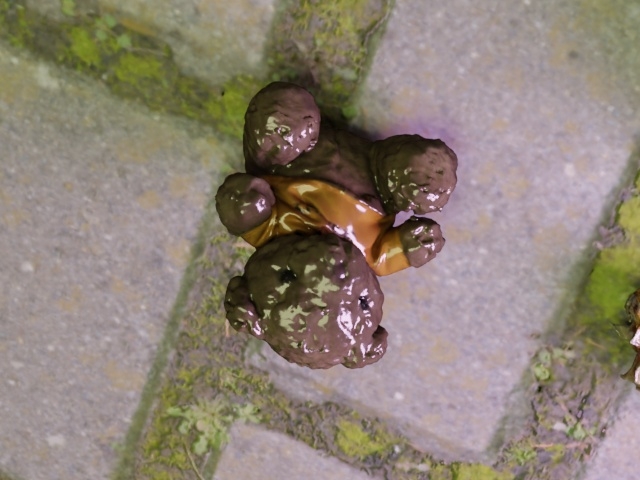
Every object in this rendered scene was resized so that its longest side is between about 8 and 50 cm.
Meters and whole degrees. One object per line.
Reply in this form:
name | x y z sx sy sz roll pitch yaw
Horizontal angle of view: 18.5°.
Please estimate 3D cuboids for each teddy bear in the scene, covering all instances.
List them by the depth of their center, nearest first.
teddy bear | 0.000 0.000 1.446 0.177 0.190 0.140 17 156 -14

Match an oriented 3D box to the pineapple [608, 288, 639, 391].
pineapple | 0.283 0.092 1.475 0.116 0.069 0.137 -21 110 28
